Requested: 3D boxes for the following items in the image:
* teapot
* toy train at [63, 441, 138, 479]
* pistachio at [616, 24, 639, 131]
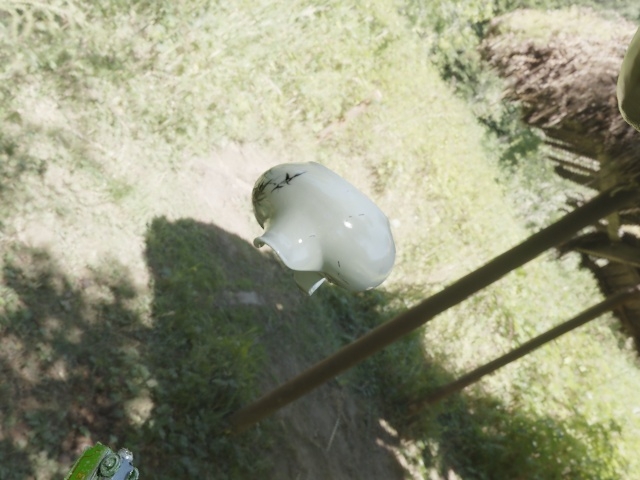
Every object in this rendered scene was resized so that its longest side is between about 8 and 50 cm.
[{"bbox_3d":[0.000,0.000,0.856,0.208,0.165,0.299,25,-17,14],"label":"teapot"},{"bbox_3d":[-0.323,0.367,0.860,0.202,0.081,0.060,-62,141,-37],"label":"toy train"},{"bbox_3d":[0.378,-0.180,0.652,0.226,0.136,0.135,70,-3,-63],"label":"pistachio"}]
